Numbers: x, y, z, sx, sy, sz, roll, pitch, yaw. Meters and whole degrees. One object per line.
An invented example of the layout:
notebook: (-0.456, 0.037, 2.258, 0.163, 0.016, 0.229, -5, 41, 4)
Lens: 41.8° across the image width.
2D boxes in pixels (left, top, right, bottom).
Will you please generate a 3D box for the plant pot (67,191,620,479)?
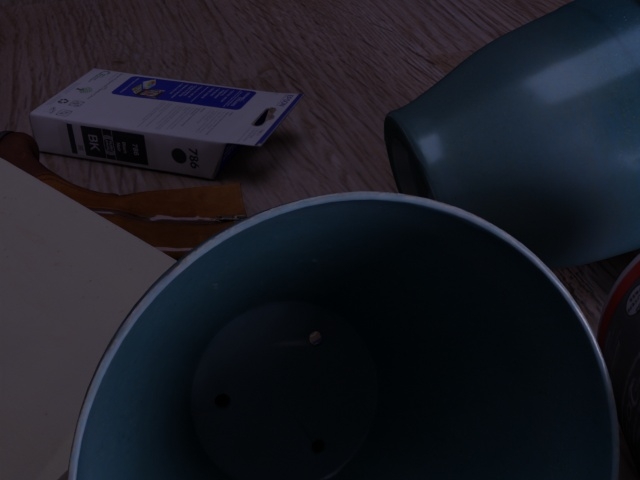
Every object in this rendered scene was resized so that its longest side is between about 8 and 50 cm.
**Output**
plant pot: (-0.002, 0.115, 0.512, 0.290, 0.290, 0.195, -11, 6, -14)

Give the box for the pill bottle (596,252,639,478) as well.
pill bottle: (0.301, 0.138, 0.489, 0.210, 0.210, 0.363, 2, 24, 5)

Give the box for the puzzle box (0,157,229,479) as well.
puzzle box: (-0.279, 0.076, 0.688, 0.409, 0.052, 0.272, 26, 63, 39)

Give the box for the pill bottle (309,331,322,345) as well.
pill bottle: (0.014, 0.060, 0.763, 0.169, 0.094, 0.094, -28, 42, -33)

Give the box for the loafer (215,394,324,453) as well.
loafer: (-0.103, 0.138, 0.654, 0.251, 0.087, 0.094, -3, 34, -3)

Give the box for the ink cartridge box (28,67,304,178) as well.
ink cartridge box: (-0.200, -0.158, 1.123, 0.333, 0.065, 0.165, 10, 35, 18)

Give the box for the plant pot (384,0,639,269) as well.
plant pot: (0.212, -0.085, 0.849, 0.255, 0.271, 0.271, -21, 36, -4)

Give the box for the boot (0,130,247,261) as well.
boot: (-0.226, -0.051, 0.936, 0.280, 0.096, 0.264, -8, 34, -12)
